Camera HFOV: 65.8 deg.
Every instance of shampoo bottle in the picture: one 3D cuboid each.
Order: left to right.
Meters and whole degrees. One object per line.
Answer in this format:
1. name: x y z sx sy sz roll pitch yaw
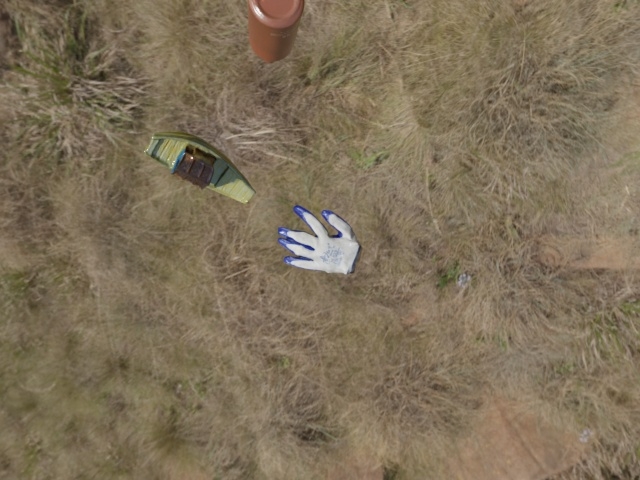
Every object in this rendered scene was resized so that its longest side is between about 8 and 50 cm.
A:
1. shampoo bottle: -0.080 -0.346 0.813 0.085 0.244 0.085 -1 94 -10

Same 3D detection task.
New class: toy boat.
1. toy boat: -0.177 -0.109 0.747 0.172 0.066 0.065 27 125 -29

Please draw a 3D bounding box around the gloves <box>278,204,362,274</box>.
1. gloves: 0.000 0.000 0.489 0.086 0.026 0.064 14 99 0
